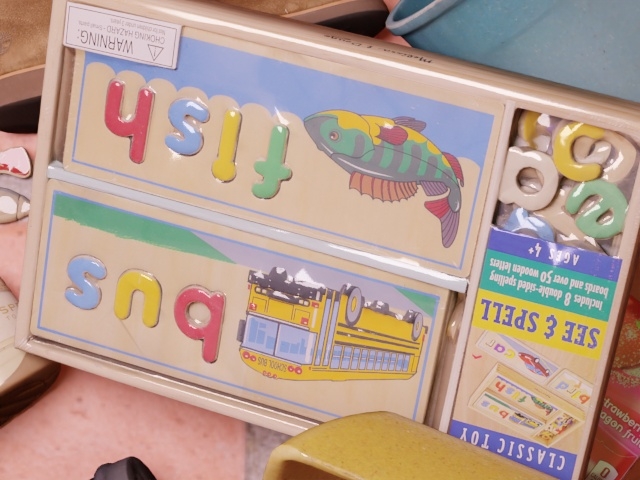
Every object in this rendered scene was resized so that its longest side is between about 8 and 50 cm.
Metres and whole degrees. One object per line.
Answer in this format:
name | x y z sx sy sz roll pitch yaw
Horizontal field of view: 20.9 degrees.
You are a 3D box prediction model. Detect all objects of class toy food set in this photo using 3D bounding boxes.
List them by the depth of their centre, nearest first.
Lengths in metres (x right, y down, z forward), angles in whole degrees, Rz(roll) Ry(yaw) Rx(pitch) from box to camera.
toy food set | -0.271 -0.051 1.305 0.122 0.019 0.078 -1 85 3

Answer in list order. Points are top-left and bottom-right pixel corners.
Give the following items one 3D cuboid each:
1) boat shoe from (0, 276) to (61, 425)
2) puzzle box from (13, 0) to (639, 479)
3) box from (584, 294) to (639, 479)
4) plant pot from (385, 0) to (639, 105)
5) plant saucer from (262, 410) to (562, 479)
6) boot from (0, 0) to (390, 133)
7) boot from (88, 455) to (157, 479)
boat shoe | -0.357 0.145 1.252 0.341 0.121 0.110 -33 80 -10
puzzle box | 0.000 0.000 1.137 0.409 0.052 0.272 15 111 15
box | 0.132 0.056 1.224 0.257 0.122 0.128 37 89 6
plant pot | 0.229 -0.143 1.181 0.271 0.271 0.255 -43 100 -1
plant saucer | 0.115 0.235 1.142 0.333 0.333 0.081 22 58 4
boot | -0.104 -0.167 1.269 0.305 0.112 0.115 -10 74 4
boot | -0.276 0.391 1.220 0.445 0.146 0.367 -19 83 6
